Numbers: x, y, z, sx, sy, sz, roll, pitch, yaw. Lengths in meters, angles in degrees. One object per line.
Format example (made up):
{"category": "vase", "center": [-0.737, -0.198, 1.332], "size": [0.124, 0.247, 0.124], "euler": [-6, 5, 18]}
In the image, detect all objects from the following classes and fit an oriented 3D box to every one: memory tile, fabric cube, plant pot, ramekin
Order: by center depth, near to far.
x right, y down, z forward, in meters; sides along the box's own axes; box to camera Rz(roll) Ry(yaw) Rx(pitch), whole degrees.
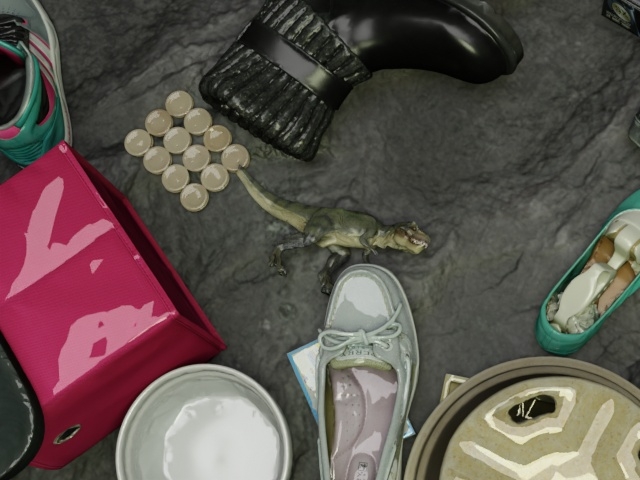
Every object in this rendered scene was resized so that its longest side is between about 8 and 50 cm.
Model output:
{"category": "plant pot", "center": [0.235, 0.263, 1.213], "size": [0.333, 0.305, 0.334], "euler": [-2, 76, 9]}
{"category": "fabric cube", "center": [-0.303, 0.085, 1.408], "size": [0.258, 0.254, 0.259], "euler": [-35, 73, -2]}
{"category": "ramekin", "center": [-0.127, 0.255, 1.413], "size": [0.207, 0.109, 0.207], "euler": [-2, 76, 9]}
{"category": "memory tile", "center": [-0.173, -0.118, 1.558], "size": [0.113, 0.012, 0.148], "euler": [-45, 74, -3]}

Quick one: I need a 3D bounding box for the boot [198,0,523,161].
{"category": "boot", "center": [0.047, -0.206, 1.481], "size": [0.348, 0.131, 0.260], "euler": [25, 77, 22]}

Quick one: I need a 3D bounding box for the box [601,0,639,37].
{"category": "box", "center": [0.459, -0.327, 1.474], "size": [0.147, 0.077, 0.180], "euler": [36, 85, 16]}

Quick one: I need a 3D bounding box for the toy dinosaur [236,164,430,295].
{"category": "toy dinosaur", "center": [0.000, 0.000, 1.482], "size": [0.268, 0.064, 0.118], "euler": [18, 75, 15]}

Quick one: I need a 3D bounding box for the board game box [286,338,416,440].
{"category": "board game box", "center": [0.037, 0.186, 1.445], "size": [0.103, 0.026, 0.154], "euler": [-25, 74, 3]}

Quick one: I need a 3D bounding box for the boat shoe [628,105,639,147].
{"category": "boat shoe", "center": [0.510, -0.070, 1.395], "size": [0.335, 0.121, 0.119], "euler": [44, 128, 24]}

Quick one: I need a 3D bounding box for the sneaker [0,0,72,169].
{"category": "sneaker", "center": [-0.416, -0.240, 1.539], "size": [0.123, 0.178, 0.296], "euler": [-20, 74, 4]}

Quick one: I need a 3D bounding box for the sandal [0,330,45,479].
{"category": "sandal", "center": [-0.439, 0.055, 1.248], "size": [0.167, 0.107, 0.446], "euler": [-39, 73, -2]}

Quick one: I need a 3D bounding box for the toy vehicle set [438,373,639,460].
{"category": "toy vehicle set", "center": [0.259, 0.264, 1.387], "size": [0.266, 0.035, 0.166], "euler": [12, 79, 11]}

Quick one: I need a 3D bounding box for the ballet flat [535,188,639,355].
{"category": "ballet flat", "center": [0.342, 0.032, 1.403], "size": [0.083, 0.087, 0.247], "euler": [38, 85, 15]}

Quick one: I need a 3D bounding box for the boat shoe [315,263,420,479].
{"category": "boat shoe", "center": [0.048, 0.180, 1.376], "size": [0.118, 0.103, 0.321], "euler": [4, 78, 10]}
